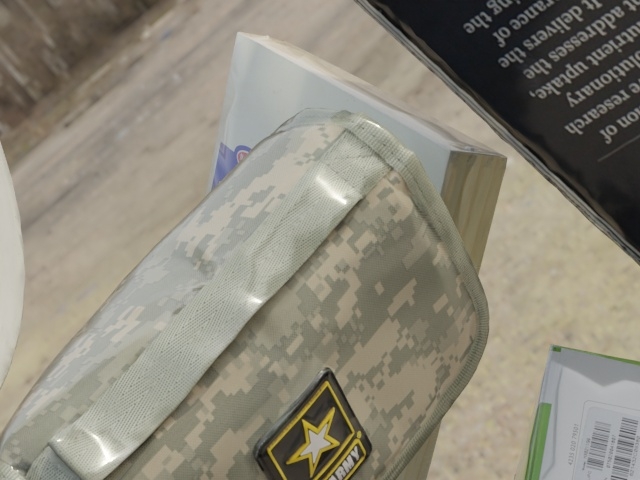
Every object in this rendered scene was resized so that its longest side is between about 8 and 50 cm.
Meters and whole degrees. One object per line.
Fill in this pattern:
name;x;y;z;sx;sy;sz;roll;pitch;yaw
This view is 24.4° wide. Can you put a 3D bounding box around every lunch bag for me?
lunch bag;-0.048;0.086;0.726;0.235;0.169;0.287;-47;-9;-20

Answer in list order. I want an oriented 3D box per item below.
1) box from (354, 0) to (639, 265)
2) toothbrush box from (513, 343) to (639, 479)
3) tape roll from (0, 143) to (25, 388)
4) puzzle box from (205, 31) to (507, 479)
box;0.226;-0.283;0.893;0.297;0.472;0.480;-32;26;38
toothbrush box;0.175;0.218;0.951;0.283;0.122;0.206;82;-160;-65
tape roll;-0.243;-0.026;0.574;0.100;0.286;0.286;-23;19;21
puzzle box;0.000;0.000;1.218;0.409;0.052;0.272;39;121;59
